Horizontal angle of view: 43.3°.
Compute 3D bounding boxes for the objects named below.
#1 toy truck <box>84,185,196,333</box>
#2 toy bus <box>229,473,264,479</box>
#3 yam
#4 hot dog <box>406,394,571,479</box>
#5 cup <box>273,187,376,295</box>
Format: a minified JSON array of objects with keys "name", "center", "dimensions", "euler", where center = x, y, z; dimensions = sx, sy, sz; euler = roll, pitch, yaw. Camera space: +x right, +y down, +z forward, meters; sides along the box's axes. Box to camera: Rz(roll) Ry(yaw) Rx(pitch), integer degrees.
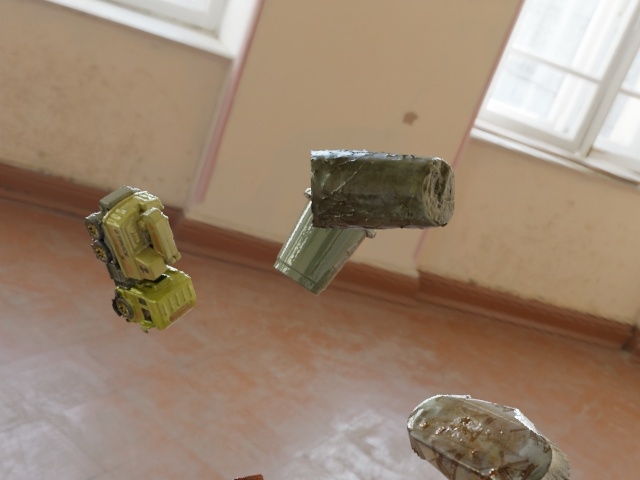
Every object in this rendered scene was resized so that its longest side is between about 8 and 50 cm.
[{"name":"toy truck","center":[-0.316,0.038,1.481],"dimensions":[0.157,0.272,0.124],"euler":[18,42,37]},{"name":"toy bus","center":[-0.120,0.380,1.042],"dimensions":[0.065,0.192,0.077],"euler":[-1,46,-35]},{"name":"yam","center":[0.064,-0.059,0.963],"dimensions":[0.183,0.107,0.107],"euler":[2,14,17]},{"name":"hot dog","center":[0.236,0.296,1.149],"dimensions":[0.144,0.075,0.268],"euler":[-38,28,-18]},{"name":"cup","center":[0.000,0.000,1.143],"dimensions":[0.120,0.141,0.120],"euler":[36,-6,4]}]
